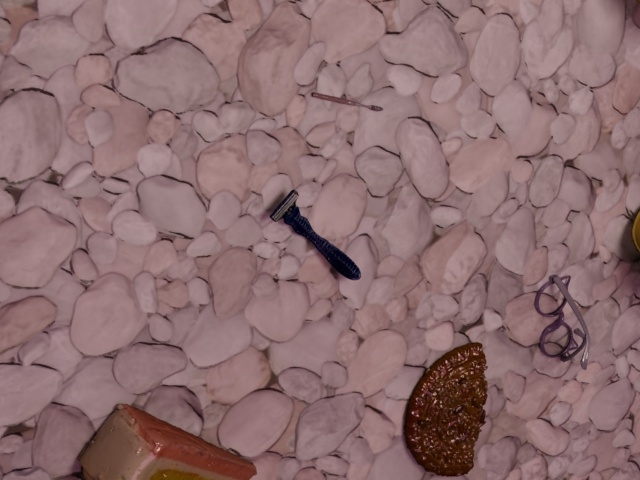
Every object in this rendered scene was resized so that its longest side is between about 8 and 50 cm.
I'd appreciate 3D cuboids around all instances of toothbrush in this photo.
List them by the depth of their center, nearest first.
[{"bbox_3d":[0.032,-0.162,1.362,0.097,0.008,0.006,8,92,-30],"label":"toothbrush"}]

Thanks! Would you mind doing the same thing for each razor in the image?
[{"bbox_3d":[-0.003,-0.002,1.398,0.044,0.028,0.154,-51,124,-7],"label":"razor"}]

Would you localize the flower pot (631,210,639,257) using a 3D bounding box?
[{"bbox_3d":[0.552,0.028,1.633,0.195,0.195,0.179,-44,137,-6],"label":"flower pot"}]

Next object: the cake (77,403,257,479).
[{"bbox_3d":[-0.170,0.290,1.394,0.225,0.090,0.109,34,88,-35],"label":"cake"}]

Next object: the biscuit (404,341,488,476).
[{"bbox_3d":[0.172,0.242,1.597,0.126,0.025,0.206,-10,114,-25],"label":"biscuit"}]

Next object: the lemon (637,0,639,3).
[{"bbox_3d":[0.464,-0.360,1.412,0.187,0.187,0.244,15,88,-32],"label":"lemon"}]

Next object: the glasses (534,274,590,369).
[{"bbox_3d":[0.350,0.124,1.598,0.063,0.104,0.140,-20,115,-18],"label":"glasses"}]
